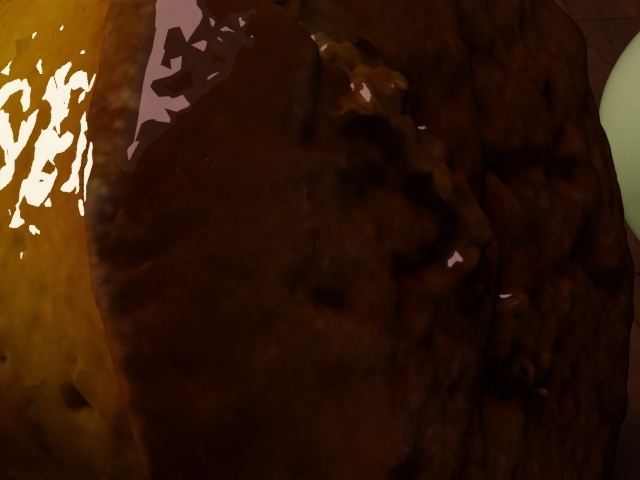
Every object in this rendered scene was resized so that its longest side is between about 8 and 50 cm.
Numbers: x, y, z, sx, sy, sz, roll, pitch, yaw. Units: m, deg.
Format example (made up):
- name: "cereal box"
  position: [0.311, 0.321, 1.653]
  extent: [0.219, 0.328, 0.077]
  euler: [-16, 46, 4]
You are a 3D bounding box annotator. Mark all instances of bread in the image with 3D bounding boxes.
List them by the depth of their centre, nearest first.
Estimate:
- name: "bread"
  position: [-0.003, 0.000, 0.518]
  extent: [0.172, 0.312, 0.312]
  euler: [-11, 14, 34]

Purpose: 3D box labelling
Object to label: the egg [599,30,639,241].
- name: "egg"
  position: [0.237, -0.048, 0.713]
  extent: [0.183, 0.182, 0.264]
  euler: [-11, 15, -16]
